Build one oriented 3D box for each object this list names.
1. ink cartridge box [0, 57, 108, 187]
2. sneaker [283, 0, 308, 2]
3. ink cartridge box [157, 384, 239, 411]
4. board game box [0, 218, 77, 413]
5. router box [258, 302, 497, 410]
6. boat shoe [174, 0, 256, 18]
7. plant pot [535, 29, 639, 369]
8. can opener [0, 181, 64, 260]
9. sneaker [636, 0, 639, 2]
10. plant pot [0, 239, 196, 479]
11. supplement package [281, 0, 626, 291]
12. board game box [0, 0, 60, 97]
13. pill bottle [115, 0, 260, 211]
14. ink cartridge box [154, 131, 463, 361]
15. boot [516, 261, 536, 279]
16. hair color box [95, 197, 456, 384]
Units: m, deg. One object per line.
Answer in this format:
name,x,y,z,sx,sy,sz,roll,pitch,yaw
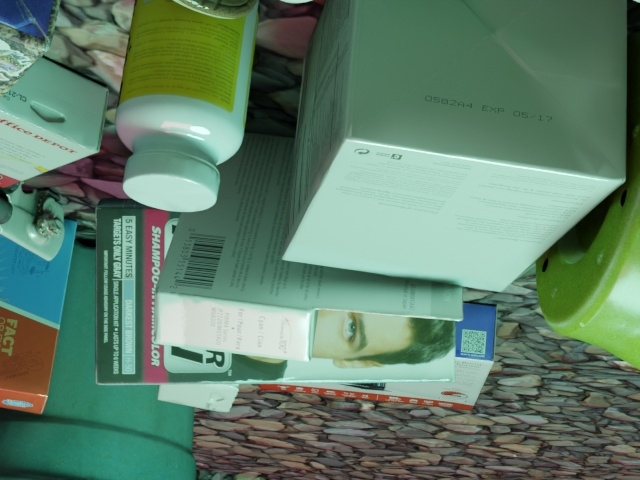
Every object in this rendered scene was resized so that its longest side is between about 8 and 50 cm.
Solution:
ink cartridge box,-0.309,-0.119,1.297,0.127,0.072,0.175,24,154,-39
sneaker,-0.068,-0.214,0.859,0.121,0.079,0.217,18,-178,-35
ink cartridge box,-0.131,0.077,1.564,0.092,0.219,0.160,9,160,-5
board game box,-0.469,0.062,1.599,0.316,0.242,0.064,11,151,-14
router box,0.071,0.159,1.930,0.335,0.082,0.301,6,160,3
boat shoe,-0.134,-0.223,0.990,0.190,0.068,0.072,30,164,-28
plant pot,0.367,-0.004,1.021,0.353,0.366,0.366,15,159,-6
can opener,-0.385,-0.052,1.505,0.093,0.074,0.280,-2,158,24
sneaker,0.098,-0.249,0.795,0.410,0.158,0.182,14,-170,-25
plant pot,-0.305,0.194,1.779,0.341,0.334,0.341,7,160,2
supplement package,0.094,-0.101,1.036,0.199,0.198,0.262,8,160,-9
board game box,-0.264,-0.194,0.847,0.141,0.232,0.291,18,157,-27
pill bottle,-0.108,-0.122,1.064,0.103,0.184,0.103,6,160,2
ink cartridge box,0.000,0.000,1.239,0.261,0.296,0.066,6,123,3
boot,0.312,0.021,1.513,0.208,0.076,0.189,9,163,-28
hair color box,-0.048,0.051,1.408,0.374,0.185,0.113,0,-175,-7
